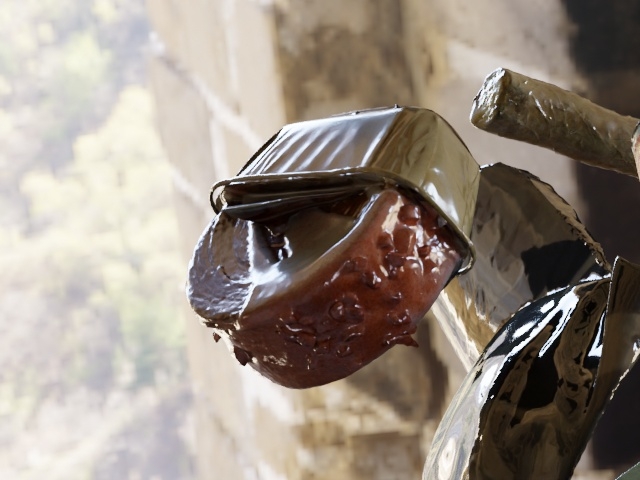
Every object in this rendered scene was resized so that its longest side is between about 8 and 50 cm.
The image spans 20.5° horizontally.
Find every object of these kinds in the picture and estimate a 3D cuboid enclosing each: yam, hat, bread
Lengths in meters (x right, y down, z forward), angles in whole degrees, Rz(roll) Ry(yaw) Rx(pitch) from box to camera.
[{"bbox_3d":[0.287,-0.099,1.753,0.299,0.066,0.066,17,9,-24],"label":"yam"},{"bbox_3d":[0.125,0.128,1.320,0.257,0.366,0.381,-22,35,-29],"label":"hat"},{"bbox_3d":[0.000,0.000,1.285,0.224,0.142,0.212,-5,44,47],"label":"bread"}]

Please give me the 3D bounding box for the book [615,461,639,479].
[{"bbox_3d":[0.365,0.236,1.697,0.103,0.017,0.135,-31,34,-21],"label":"book"}]

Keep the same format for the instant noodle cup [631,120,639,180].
[{"bbox_3d":[0.364,-0.024,1.550,0.193,0.193,0.212,-9,55,-8],"label":"instant noodle cup"}]

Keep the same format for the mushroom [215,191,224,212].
[{"bbox_3d":[-0.029,-0.017,1.994,0.202,0.059,0.054,21,21,32],"label":"mushroom"}]
